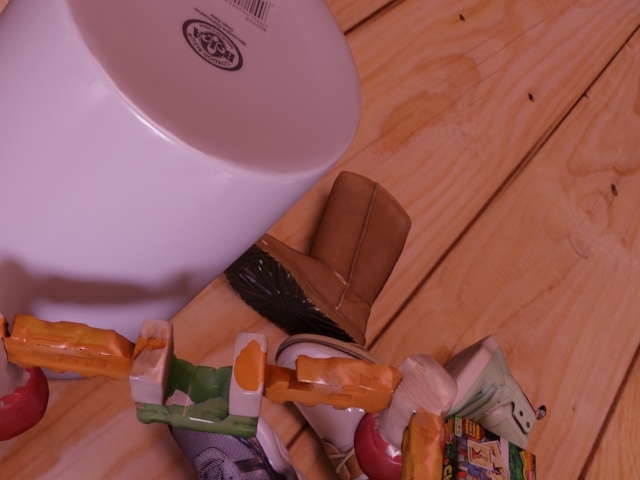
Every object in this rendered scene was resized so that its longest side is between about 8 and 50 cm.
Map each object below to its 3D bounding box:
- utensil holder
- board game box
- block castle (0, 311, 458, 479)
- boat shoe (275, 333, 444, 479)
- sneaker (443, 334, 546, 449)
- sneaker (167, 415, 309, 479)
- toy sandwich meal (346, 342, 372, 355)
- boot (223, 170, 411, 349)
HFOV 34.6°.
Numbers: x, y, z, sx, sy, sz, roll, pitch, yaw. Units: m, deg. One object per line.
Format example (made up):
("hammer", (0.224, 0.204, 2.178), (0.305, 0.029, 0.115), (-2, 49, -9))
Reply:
("utensil holder", (-0.194, -0.088, 0.985), (0.328, 0.385, 0.327), (22, 49, -29))
("board game box", (0.191, 0.335, 1.157), (0.136, 0.030, 0.259), (31, 44, -26))
("block castle", (-0.115, 0.239, 0.858), (0.453, 0.213, 0.303), (7, 59, -2))
("boat shoe", (0.062, 0.231, 1.189), (0.302, 0.113, 0.103), (42, 36, -12))
("sneaker", (0.217, 0.216, 1.318), (0.151, 0.094, 0.256), (59, 23, 6))
("sneaker", (-0.085, 0.278, 1.030), (0.268, 0.101, 0.153), (51, 38, -4))
("toy sandwich meal", (0.028, 0.161, 1.238), (0.085, 0.085, 0.029), (30, 26, -23))
("boot", (0.000, 0.000, 1.328), (0.236, 0.089, 0.269), (46, 40, -21))
